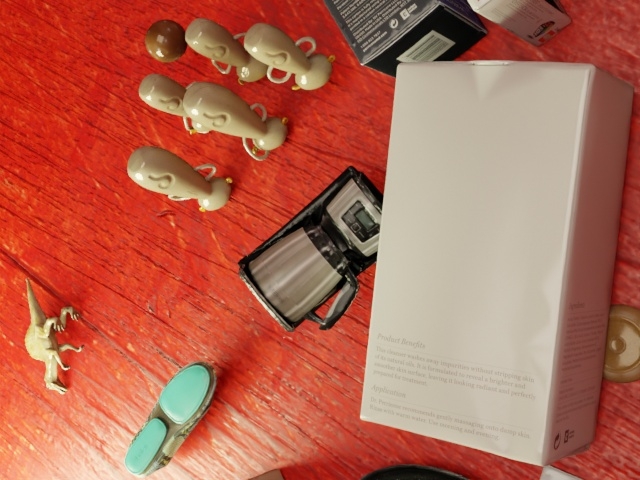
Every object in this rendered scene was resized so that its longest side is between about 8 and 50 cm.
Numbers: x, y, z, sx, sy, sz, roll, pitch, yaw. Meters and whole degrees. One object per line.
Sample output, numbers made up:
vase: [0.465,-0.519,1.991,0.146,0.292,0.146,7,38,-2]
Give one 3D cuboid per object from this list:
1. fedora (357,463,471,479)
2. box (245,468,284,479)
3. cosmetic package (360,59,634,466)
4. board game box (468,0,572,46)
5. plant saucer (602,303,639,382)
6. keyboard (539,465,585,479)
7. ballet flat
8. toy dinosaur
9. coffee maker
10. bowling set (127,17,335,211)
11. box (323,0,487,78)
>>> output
fedora: [0.102,0.413,1.042,0.334,0.152,0.334,-1,88,31]
box: [-0.137,0.348,1.112,0.113,0.275,0.094,-30,77,25]
cosmetic package: [0.183,0.013,1.002,0.217,0.156,0.385,10,93,34]
board game box: [0.142,-0.354,1.012,0.053,0.193,0.305,-34,74,25]
plant saucer: [0.313,0.109,1.014,0.083,0.015,0.083,0,90,29]
keyboard: [0.241,0.376,1.055,0.072,0.014,0.256,20,99,33]
ballet flat: [-0.186,0.230,1.263,0.070,0.070,0.188,46,106,21]
toy dinosaur: [-0.392,0.128,1.383,0.092,0.053,0.183,-24,78,28]
coffee maker: [0.000,0.000,1.119,0.178,0.120,0.171,-39,28,5]
bowling set: [-0.123,-0.197,1.207,0.287,0.154,0.200,-39,53,24]
box: [0.070,-0.292,1.074,0.108,0.153,0.207,-36,74,24]
